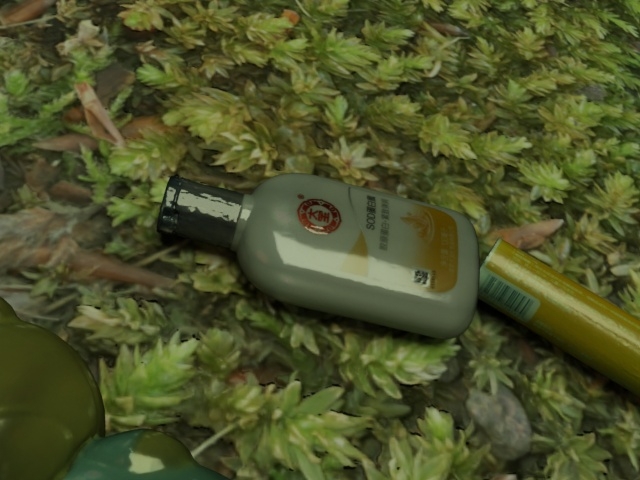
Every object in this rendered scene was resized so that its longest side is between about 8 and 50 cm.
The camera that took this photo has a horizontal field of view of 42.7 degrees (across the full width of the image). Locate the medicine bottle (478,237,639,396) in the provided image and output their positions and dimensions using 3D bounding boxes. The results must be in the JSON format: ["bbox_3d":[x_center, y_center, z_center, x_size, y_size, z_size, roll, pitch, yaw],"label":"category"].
[{"bbox_3d":[0.246,0.078,0.765,0.218,0.074,0.074,32,50,10],"label":"medicine bottle"}]

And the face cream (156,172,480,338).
[{"bbox_3d":[0.000,0.000,0.747,0.291,0.071,0.144,14,50,-6],"label":"face cream"}]

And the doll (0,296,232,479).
[{"bbox_3d":[-0.174,0.162,0.504,0.261,0.161,0.177,33,90,8],"label":"doll"}]
